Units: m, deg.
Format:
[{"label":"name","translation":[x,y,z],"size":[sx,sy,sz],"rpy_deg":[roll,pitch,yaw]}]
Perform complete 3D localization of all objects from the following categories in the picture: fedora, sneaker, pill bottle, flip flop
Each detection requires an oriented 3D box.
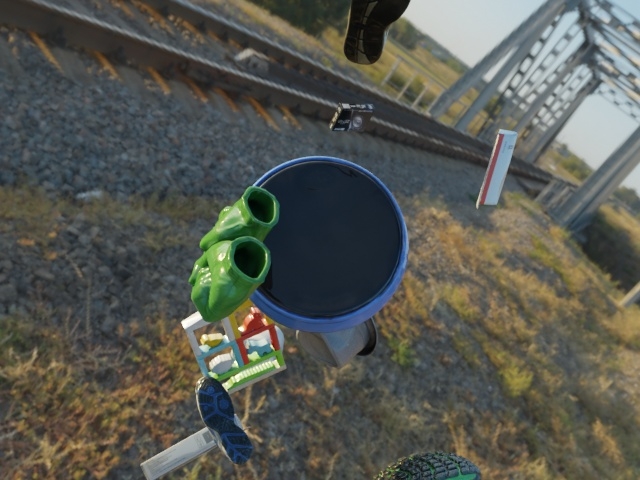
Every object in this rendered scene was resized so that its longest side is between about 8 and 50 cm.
[{"label":"fedora","translation":[0.021,0.230,1.707],"size":[0.243,0.124,0.276],"rpy_deg":[25,-34,27]},{"label":"sneaker","translation":[-0.230,0.406,1.497],"size":[0.080,0.081,0.211],"rpy_deg":[-24,93,-30]},{"label":"pill bottle","translation":[-0.186,0.333,2.055],"size":[0.131,0.131,0.229],"rpy_deg":[38,10,4]},{"label":"sneaker","translation":[0.130,0.486,1.152],"size":[0.146,0.343,0.134],"rpy_deg":[62,-4,-4]},{"label":"flip flop","translation":[0.115,-0.471,1.360],"size":[0.112,0.277,0.080],"rpy_deg":[17,64,-3]}]

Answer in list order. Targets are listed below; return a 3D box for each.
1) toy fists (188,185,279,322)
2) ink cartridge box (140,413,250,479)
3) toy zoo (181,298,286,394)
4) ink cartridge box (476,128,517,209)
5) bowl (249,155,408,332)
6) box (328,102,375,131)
[{"label":"toy fists","translation":[-0.154,0.023,1.139],"size":[0.096,0.142,0.279],"rpy_deg":[29,33,-18]},{"label":"ink cartridge box","translation":[-0.354,0.596,1.938],"size":[0.060,0.275,0.239],"rpy_deg":[61,0,11]},{"label":"toy zoo","translation":[-0.194,0.223,1.502],"size":[0.030,0.192,0.293],"rpy_deg":[51,-23,49]},{"label":"ink cartridge box","translation":[0.345,-0.138,1.287],"size":[0.045,0.146,0.179],"rpy_deg":[16,17,10]},{"label":"bowl","translation":[0.000,0.000,1.426],"size":[0.391,0.391,0.077],"rpy_deg":[40,-14,7]},{"label":"box","translation":[0.068,-0.265,1.434],"size":[0.083,0.067,0.018],"rpy_deg":[-4,55,-29]}]
